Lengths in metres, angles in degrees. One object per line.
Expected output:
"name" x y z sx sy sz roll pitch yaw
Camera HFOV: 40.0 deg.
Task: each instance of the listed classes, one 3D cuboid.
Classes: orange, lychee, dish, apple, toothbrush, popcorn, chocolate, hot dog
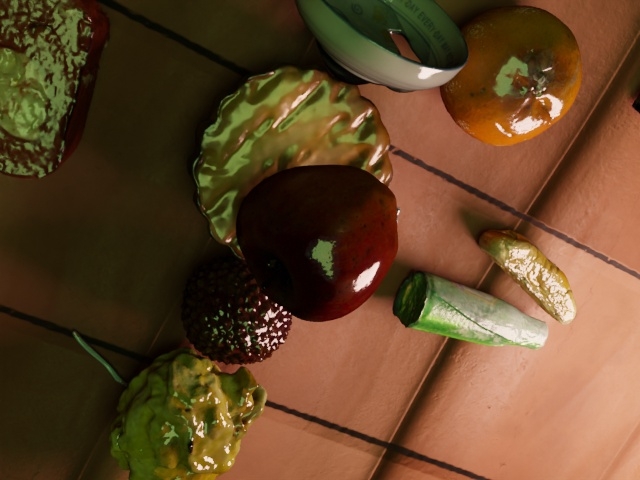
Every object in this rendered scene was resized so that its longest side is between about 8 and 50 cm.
"orange" 0.299 -0.254 1.370 0.224 0.170 0.224 -5 110 -13
"lychee" -0.129 0.115 1.389 0.188 0.188 0.188 -5 112 -14
"dish" 0.065 -0.287 1.266 0.273 0.273 0.134 18 130 -21
"apple" 0.000 0.002 1.257 0.233 0.234 0.234 -5 112 -14
"toothbrush" -0.348 0.216 1.455 0.019 0.013 0.193 -31 117 7
"popcorn" -0.211 0.301 1.426 0.266 0.192 0.233 -28 116 -6
"chocolate" 0.278 0.136 1.558 0.291 0.110 0.110 17 105 -24
"hot dog" 0.379 0.056 1.562 0.242 0.084 0.073 41 97 -24

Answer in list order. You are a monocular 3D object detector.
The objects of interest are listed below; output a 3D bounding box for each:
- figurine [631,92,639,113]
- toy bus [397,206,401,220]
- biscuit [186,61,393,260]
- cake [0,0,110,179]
"figurine" 0.615 -0.286 1.488 0.114 0.108 0.196 34 104 -21
"toy bus" 0.085 -0.020 1.462 0.052 0.058 0.102 22 98 -22
"biscuit" -0.047 -0.114 1.364 0.325 0.107 0.326 -6 110 -17
"cake" -0.401 -0.230 1.197 0.176 0.151 0.283 16 106 -8
